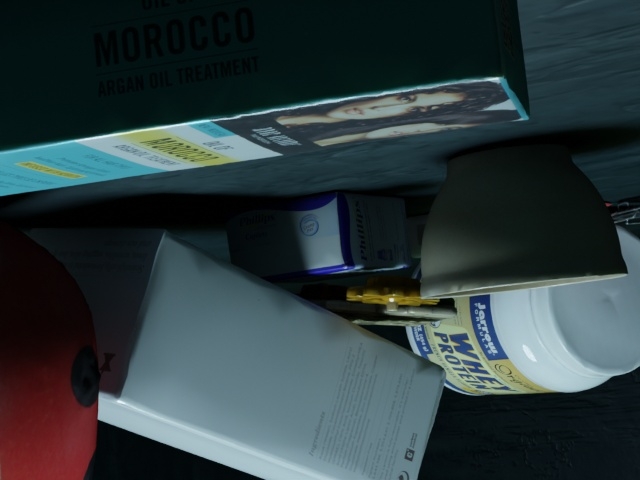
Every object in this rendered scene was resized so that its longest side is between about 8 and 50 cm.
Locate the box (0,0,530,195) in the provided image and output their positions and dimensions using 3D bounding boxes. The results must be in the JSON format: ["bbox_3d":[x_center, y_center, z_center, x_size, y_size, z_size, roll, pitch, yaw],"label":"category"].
[{"bbox_3d":[-0.049,-0.063,0.490,0.244,0.060,0.100,-7,175,14],"label":"box"}]

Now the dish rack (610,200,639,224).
[{"bbox_3d":[0.474,-0.029,1.481,0.208,0.074,0.271,-4,175,-20],"label":"dish rack"}]

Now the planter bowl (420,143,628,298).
[{"bbox_3d":[0.154,-0.016,1.013,0.162,0.109,0.162,-6,175,-1],"label":"planter bowl"}]

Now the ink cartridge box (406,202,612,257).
[{"bbox_3d":[0.228,-0.012,1.506,0.181,0.056,0.225,-9,173,29],"label":"ink cartridge box"}]

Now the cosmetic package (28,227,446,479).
[{"bbox_3d":[-0.090,0.124,1.210,0.217,0.156,0.385,2,159,44],"label":"cosmetic package"}]

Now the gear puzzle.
[{"bbox_3d":[0.044,0.055,1.294,0.176,0.044,0.339,3,174,-4],"label":"gear puzzle"}]

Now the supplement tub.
[{"bbox_3d":[0.282,0.091,1.723,0.228,0.228,0.316,-4,174,-29],"label":"supplement tub"}]

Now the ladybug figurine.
[{"bbox_3d":[-0.267,0.149,0.959,0.162,0.305,0.449,-3,140,-25],"label":"ladybug figurine"}]

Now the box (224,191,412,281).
[{"bbox_3d":[0.000,0.000,1.225,0.126,0.072,0.137,-10,174,30],"label":"box"}]
